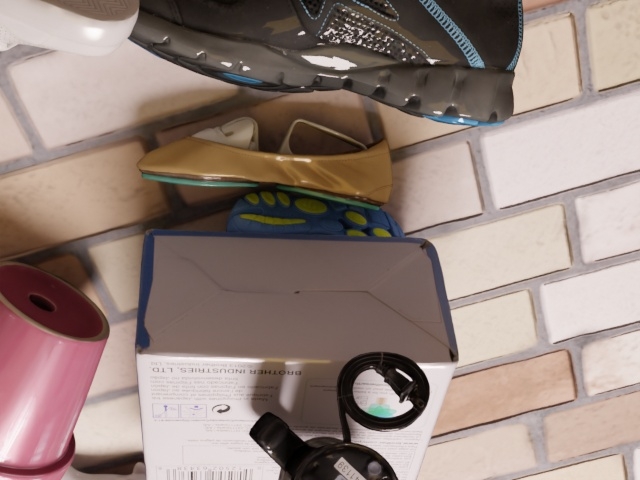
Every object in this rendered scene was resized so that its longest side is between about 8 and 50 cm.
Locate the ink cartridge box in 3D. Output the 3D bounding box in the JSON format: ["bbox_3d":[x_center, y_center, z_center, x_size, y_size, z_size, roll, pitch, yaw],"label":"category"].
[{"bbox_3d":[-0.041,0.177,0.921,0.270,0.151,0.395,3,135,-5],"label":"ink cartridge box"}]

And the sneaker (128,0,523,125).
[{"bbox_3d":[-0.002,-0.185,0.745,0.341,0.125,0.140,9,96,-9],"label":"sneaker"}]

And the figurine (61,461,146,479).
[{"bbox_3d":[-0.273,0.340,1.033,0.209,0.215,0.092,19,163,-14],"label":"figurine"}]

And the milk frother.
[{"bbox_3d":[0.026,0.169,0.749,0.143,0.135,0.129,-29,85,-11],"label":"milk frother"}]

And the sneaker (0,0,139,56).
[{"bbox_3d":[-0.280,-0.163,0.696,0.292,0.108,0.169,23,125,6],"label":"sneaker"}]

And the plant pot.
[{"bbox_3d":[-0.301,0.128,0.875,0.201,0.201,0.180,30,102,-24],"label":"plant pot"}]

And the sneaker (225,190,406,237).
[{"bbox_3d":[0.000,0.000,0.895,0.188,0.067,0.078,9,145,-15],"label":"sneaker"}]

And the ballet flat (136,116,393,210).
[{"bbox_3d":[-0.046,-0.077,0.834,0.232,0.080,0.073,7,96,-14],"label":"ballet flat"}]
